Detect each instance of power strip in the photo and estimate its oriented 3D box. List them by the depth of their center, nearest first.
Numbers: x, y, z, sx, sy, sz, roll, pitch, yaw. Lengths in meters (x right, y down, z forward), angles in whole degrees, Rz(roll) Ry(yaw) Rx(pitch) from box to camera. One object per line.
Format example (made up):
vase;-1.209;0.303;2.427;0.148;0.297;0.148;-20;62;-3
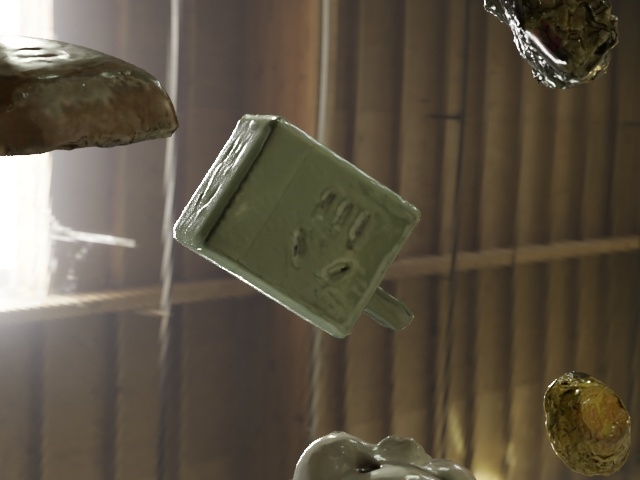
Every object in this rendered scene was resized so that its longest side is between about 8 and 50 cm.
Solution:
power strip;0.000;0.000;1.339;0.224;0.139;0.140;32;-95;-16

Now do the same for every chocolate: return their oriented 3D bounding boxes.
chocolate;-0.228;-0.120;1.142;0.156;0.254;0.080;-9;-77;-31

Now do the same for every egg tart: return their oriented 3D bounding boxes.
egg tart;0.319;0.214;1.728;0.130;0.052;0.130;12;-118;-23

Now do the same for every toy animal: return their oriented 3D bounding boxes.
toy animal;0.026;0.217;0.963;0.127;0.193;0.179;14;-101;-15

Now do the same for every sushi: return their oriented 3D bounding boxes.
sushi;0.291;-0.294;1.789;0.147;0.115;0.213;-25;-100;-8
